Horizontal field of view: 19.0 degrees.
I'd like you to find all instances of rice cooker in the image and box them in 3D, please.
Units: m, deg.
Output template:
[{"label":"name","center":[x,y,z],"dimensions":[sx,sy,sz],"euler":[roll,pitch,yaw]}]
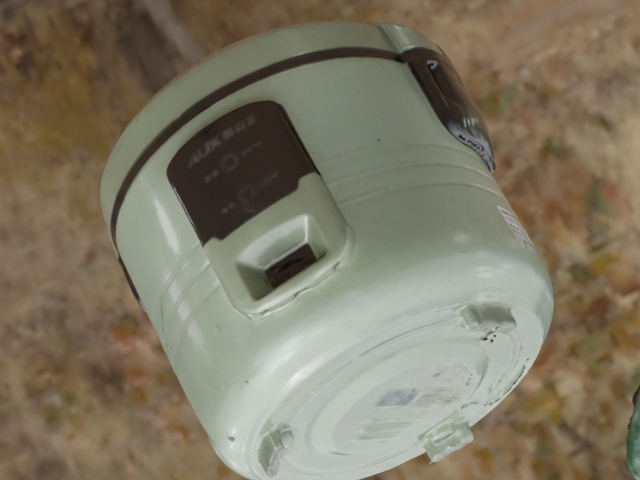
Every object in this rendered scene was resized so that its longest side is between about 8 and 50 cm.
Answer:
[{"label":"rice cooker","center":[0.000,0.000,1.074],"dimensions":[0.226,0.244,0.226],"euler":[-18,147,-12]}]

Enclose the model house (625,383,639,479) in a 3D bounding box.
[{"label":"model house","center":[0.384,0.154,1.392],"dimensions":[0.237,0.237,0.202],"euler":[-45,130,-5]}]
